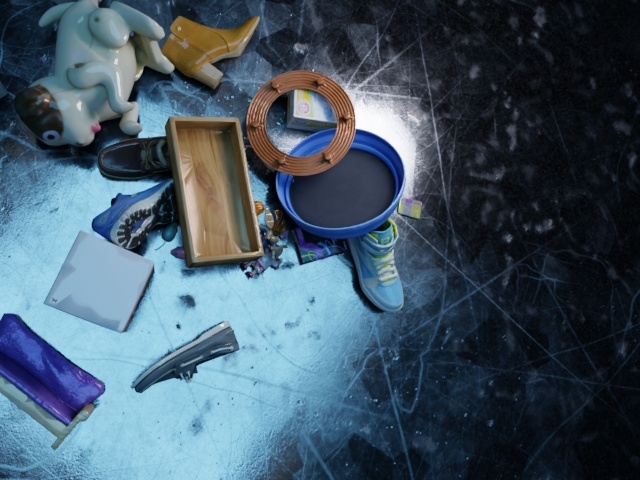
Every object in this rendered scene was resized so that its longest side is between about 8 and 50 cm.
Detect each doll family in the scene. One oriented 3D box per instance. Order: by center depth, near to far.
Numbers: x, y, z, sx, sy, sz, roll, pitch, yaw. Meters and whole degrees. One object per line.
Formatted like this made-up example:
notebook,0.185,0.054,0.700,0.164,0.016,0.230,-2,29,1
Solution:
doll family,-0.197,-0.022,1.743,0.163,0.118,0.263,-37,93,-18

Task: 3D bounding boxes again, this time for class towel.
towel,0.300,-0.108,1.956,0.083,0.009,0.060,12,79,-13

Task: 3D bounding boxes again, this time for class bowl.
bowl,0.062,-0.173,1.769,0.390,0.077,0.392,-4,56,6

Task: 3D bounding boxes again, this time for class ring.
ring,-0.059,-0.360,1.765,0.336,0.032,0.337,0,81,-1

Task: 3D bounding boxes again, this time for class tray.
tray,-0.298,-0.139,1.625,0.202,0.076,0.412,-5,77,-29

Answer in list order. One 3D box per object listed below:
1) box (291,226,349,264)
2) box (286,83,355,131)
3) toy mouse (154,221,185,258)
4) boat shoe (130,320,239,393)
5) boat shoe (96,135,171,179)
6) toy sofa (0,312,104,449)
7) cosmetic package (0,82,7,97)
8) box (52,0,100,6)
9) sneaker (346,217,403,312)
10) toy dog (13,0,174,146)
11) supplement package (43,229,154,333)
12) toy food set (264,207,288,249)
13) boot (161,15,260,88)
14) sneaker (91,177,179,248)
box,0.000,0.000,1.843,0.162,0.029,0.116,-16,86,-19
box,-0.001,-0.415,1.867,0.202,0.103,0.114,6,80,-15
toy mouse,-0.420,0.002,1.721,0.143,0.031,0.161,-18,87,-18
boat shoe,-0.372,0.346,1.640,0.319,0.116,0.099,-31,87,-23
boat shoe,-0.472,-0.254,1.696,0.341,0.123,0.124,-5,83,-17
toy sofa,-0.749,0.352,1.512,0.362,0.150,0.177,42,74,-6
cosmetic package,-1.003,-0.516,1.567,0.113,0.160,0.310,-38,92,-17
box,-0.726,-0.761,1.670,0.181,0.181,0.119,27,76,-10
sneaker,0.186,0.060,1.780,0.127,0.208,0.319,-22,81,-20
toy dog,-0.651,-0.443,1.597,0.395,0.284,0.408,30,77,-9
supplement package,-0.568,0.118,1.539,0.197,0.262,0.200,24,76,-11
toy food set,-0.130,-0.036,1.718,0.077,0.019,0.122,-4,89,-30
boot,-0.342,-0.634,1.803,0.211,0.104,0.295,35,78,-9
sneaker,-0.498,-0.099,1.615,0.147,0.330,0.130,16,120,18
